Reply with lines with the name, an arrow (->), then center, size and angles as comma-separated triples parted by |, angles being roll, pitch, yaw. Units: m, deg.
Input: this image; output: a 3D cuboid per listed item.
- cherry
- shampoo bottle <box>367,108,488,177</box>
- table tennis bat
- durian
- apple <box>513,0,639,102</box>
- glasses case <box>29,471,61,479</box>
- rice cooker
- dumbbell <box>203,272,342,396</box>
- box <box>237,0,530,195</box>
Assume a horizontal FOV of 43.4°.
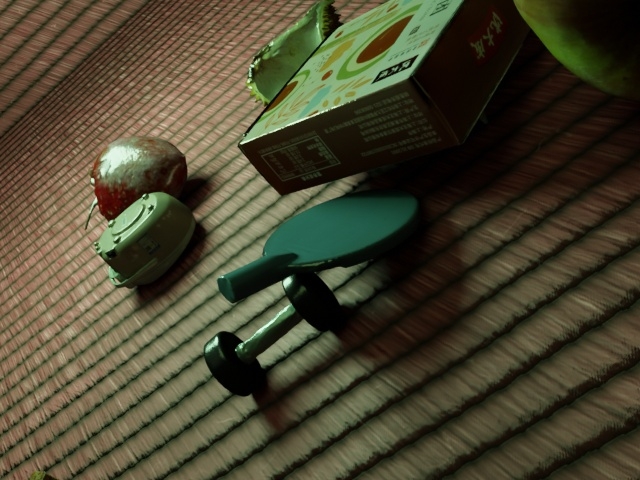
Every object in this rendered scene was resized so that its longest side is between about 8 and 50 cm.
cherry -> -0.377, -0.129, 1.697 | 0.250, 0.175, 0.192 | -25, 49, 28
shampoo bottle -> 0.157, -0.163, 1.232 | 0.205, 0.065, 0.065 | -27, 38, 28
table tennis bat -> 0.000, 0.000, 1.127 | 0.329, 0.044, 0.215 | -29, 27, -32
durian -> -0.039, -0.366, 1.594 | 0.252, 0.139, 0.144 | -27, 34, 29
apple -> 0.398, -0.342, 0.854 | 0.400, 0.400, 0.333 | -7, 47, 45
glasses case -> -0.460, 0.477, 1.249 | 0.049, 0.075, 0.218 | -13, 46, 43
rice cooker -> -0.342, -0.002, 1.570 | 0.206, 0.127, 0.145 | -38, 32, -1
dumbbell -> -0.068, 0.130, 1.145 | 0.191, 0.100, 0.100 | -41, 34, 12
box -> 0.103, -0.253, 1.236 | 0.385, 0.122, 0.344 | -12, 36, 48
